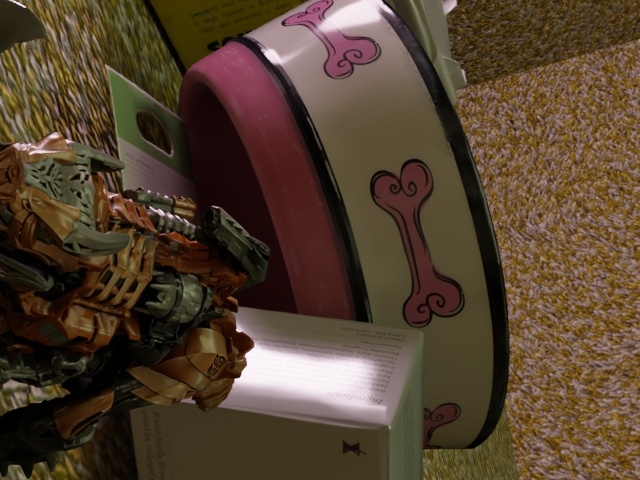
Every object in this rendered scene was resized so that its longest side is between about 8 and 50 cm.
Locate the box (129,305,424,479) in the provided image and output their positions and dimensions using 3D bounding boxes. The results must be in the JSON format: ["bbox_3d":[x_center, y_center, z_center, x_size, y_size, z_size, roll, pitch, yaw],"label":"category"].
[{"bbox_3d":[-0.025,0.156,0.948,0.119,0.182,0.181,-63,155,-56],"label":"box"}]

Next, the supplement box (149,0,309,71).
[{"bbox_3d":[-0.064,-0.287,1.374,0.194,0.195,0.356,-92,162,-47],"label":"supplement box"}]

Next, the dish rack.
[{"bbox_3d":[0.094,-0.296,1.473,0.333,0.072,0.285,-87,158,-55],"label":"dish rack"}]

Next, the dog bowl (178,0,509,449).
[{"bbox_3d":[0.000,0.000,1.131,0.408,0.150,0.408,164,-90,-74],"label":"dog bowl"}]

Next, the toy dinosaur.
[{"bbox_3d":[-0.119,0.050,0.702,0.322,0.218,0.164,63,17,-44],"label":"toy dinosaur"}]

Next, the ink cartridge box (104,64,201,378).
[{"bbox_3d":[-0.137,0.001,1.050,0.171,0.056,0.235,34,41,-72],"label":"ink cartridge box"}]

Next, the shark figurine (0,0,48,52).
[{"bbox_3d":[-0.195,-0.079,0.770,0.166,0.116,0.278,-36,109,-75],"label":"shark figurine"}]
